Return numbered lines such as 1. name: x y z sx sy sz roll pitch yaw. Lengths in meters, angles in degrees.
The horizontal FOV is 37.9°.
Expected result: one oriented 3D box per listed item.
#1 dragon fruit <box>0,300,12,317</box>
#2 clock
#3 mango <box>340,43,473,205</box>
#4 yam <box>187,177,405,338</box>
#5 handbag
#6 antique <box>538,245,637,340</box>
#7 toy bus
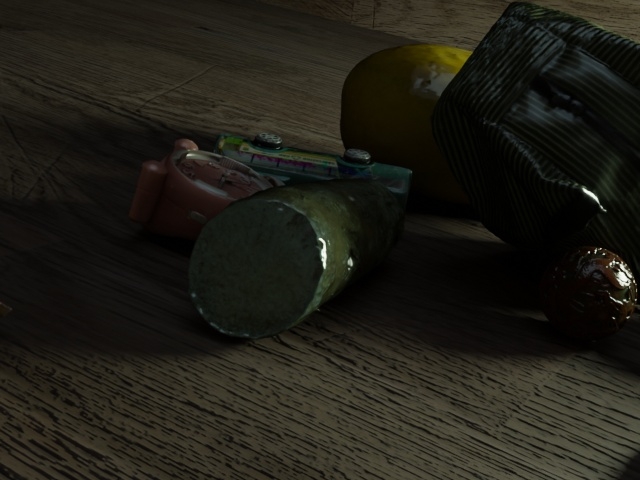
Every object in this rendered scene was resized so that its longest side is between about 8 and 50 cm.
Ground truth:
1. dragon fruit: -0.311 0.059 0.701 0.102 0.096 0.147 21 -11 0
2. clock: -0.117 -0.037 1.057 0.162 0.092 0.166 21 20 3
3. mango: 0.246 -0.154 1.356 0.445 0.220 0.301 14 13 5
4. yam: 0.000 0.000 0.954 0.133 0.133 0.330 18 17 22
5. handbag: 0.308 -0.093 1.079 0.240 0.247 0.341 32 -7 46
6. antique: 0.277 0.055 0.966 0.104 0.104 0.104 9 20 -3
7. toy bus: -0.016 -0.072 1.196 0.262 0.091 0.109 9 26 1
